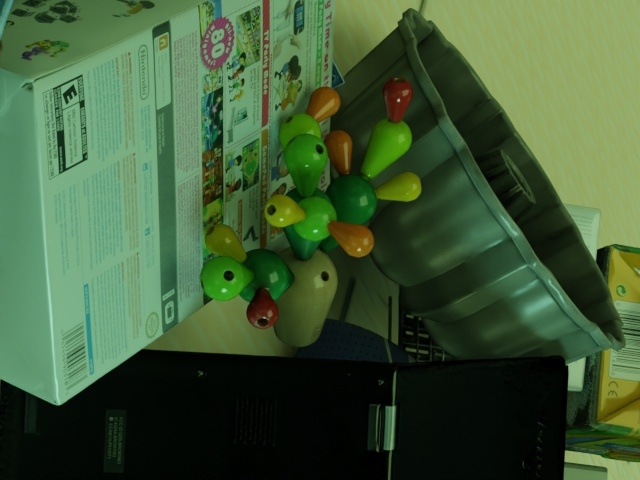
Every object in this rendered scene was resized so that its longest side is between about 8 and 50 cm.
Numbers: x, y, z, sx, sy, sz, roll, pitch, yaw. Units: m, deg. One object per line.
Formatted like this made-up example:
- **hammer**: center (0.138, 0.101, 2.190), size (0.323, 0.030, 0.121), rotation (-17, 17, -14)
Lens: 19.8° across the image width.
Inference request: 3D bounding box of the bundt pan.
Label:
- **bundt pan**: center (0.113, -0.021, 1.514), size (0.331, 0.124, 0.331), rotation (51, 16, -21)

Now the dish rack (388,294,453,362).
- **dish rack**: center (0.075, 0.168, 1.602), size (0.208, 0.074, 0.271), rotation (18, 73, -69)

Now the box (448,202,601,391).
- **box**: center (0.189, 0.053, 1.724), size (0.091, 0.130, 0.170), rotation (9, 83, -15)

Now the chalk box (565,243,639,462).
- **chalk box**: center (0.295, 0.121, 1.823), size (0.179, 0.289, 0.180), rotation (10, 79, -14)

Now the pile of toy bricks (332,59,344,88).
- **pile of toy bricks**: center (-0.055, -0.194, 1.364), size (0.212, 0.118, 0.105), rotation (60, 9, -29)

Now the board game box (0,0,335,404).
- **board game box**: center (-0.111, -0.066, 1.203), size (0.303, 0.097, 0.224), rotation (-33, 134, -46)

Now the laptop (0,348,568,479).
- **laptop**: center (-0.017, 0.268, 1.313), size (0.236, 0.408, 0.382), rotation (141, -48, -89)

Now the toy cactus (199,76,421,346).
- **toy cactus**: center (0.000, 0.000, 1.249), size (0.219, 0.112, 0.180), rotation (-54, 158, -42)

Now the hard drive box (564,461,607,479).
- **hard drive box**: center (0.194, 0.303, 1.814), size (0.232, 0.089, 0.181), rotation (18, 77, -58)

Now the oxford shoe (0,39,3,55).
- **oxford shoe**: center (-0.252, -0.070, 0.994), size (0.130, 0.133, 0.363), rotation (8, 86, -60)

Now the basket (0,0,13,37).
- **basket**: center (-0.272, -0.157, 0.859), size (0.289, 0.201, 0.254), rotation (22, 71, -25)

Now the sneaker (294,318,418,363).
- **sneaker**: center (-0.022, 0.200, 1.408), size (0.182, 0.127, 0.315), rotation (43, 58, -55)
